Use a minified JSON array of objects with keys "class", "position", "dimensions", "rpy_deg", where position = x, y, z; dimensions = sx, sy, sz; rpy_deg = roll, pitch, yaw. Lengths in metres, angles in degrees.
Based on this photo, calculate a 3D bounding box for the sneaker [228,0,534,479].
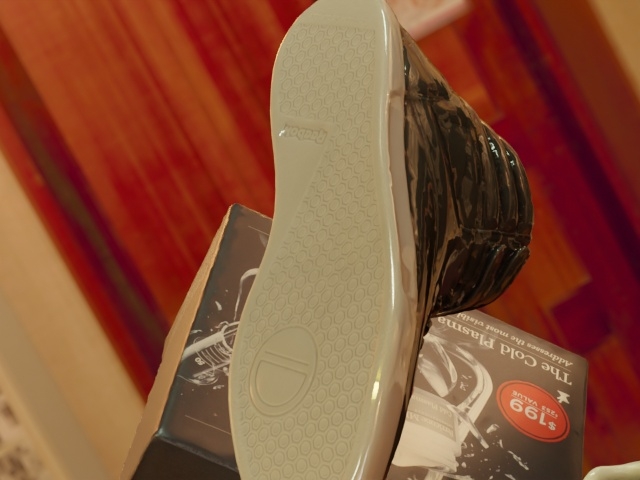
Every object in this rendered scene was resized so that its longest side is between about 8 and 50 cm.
[{"class":"sneaker","position":[0.043,0.029,0.913],"dimensions":[0.104,0.147,0.295],"rpy_deg":[-20,52,35]}]

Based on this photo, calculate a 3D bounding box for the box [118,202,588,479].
[{"class":"box","position":[0.025,0.181,1.502],"dimensions":[0.312,0.343,0.179],"rpy_deg":[-76,12,-54]}]

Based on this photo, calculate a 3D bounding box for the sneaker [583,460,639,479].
[{"class":"sneaker","position":[0.322,0.225,1.359],"dimensions":[0.305,0.152,0.114],"rpy_deg":[2,65,44]}]
